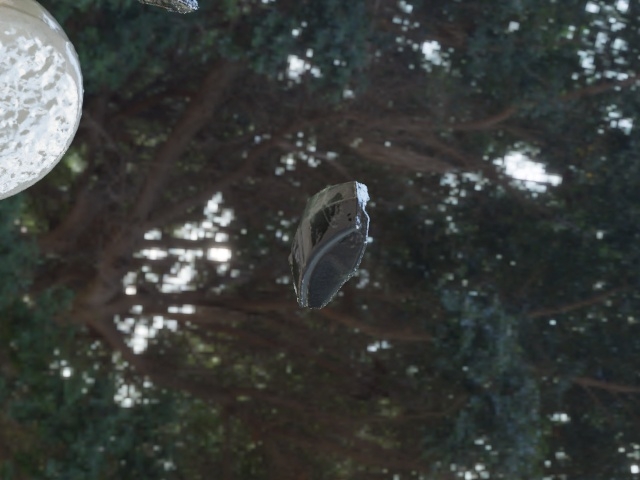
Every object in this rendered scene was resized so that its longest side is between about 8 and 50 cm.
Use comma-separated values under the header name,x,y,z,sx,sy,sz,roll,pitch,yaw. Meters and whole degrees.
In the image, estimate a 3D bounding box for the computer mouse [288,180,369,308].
name,x,y,z,sx,sy,sz,roll,pitch,yaw
computer mouse,-0.003,0.001,1.480,0.231,0.071,0.126,129,-32,-54

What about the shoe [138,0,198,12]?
name,x,y,z,sx,sy,sz,roll,pitch,yaw
shoe,-0.210,-0.333,1.509,0.194,0.077,0.074,-106,174,-69

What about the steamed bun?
name,x,y,z,sx,sy,sz,roll,pitch,yaw
steamed bun,-0.441,-0.192,1.392,0.177,0.283,0.283,44,-57,46
